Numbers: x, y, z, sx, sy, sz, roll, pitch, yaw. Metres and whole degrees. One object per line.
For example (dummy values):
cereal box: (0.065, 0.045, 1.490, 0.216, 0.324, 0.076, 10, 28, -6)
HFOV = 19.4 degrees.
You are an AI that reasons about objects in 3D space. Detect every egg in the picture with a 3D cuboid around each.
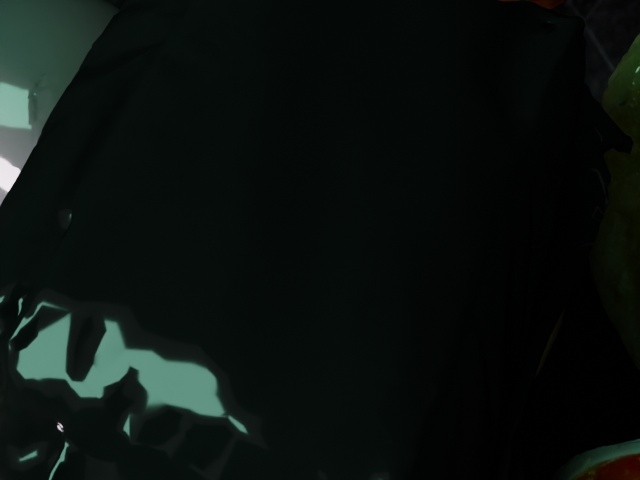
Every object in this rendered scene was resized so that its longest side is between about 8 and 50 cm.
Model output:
egg: (-0.171, -0.087, 1.164, 0.198, 0.146, 0.146, 46, 116, 47)

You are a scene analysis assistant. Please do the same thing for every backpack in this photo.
backpack: (-0.015, 0.101, 0.820, 0.445, 0.255, 0.363, 103, -172, -51)

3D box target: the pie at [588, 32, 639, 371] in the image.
pie: (0.231, -0.022, 0.798, 0.277, 0.079, 0.277, -12, 74, 50)

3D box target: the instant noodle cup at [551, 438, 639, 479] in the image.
instant noodle cup: (0.185, 0.183, 0.690, 0.264, 0.264, 0.200, -19, 63, 43)

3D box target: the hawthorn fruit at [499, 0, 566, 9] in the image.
hawthorn fruit: (0.045, -0.239, 0.897, 0.242, 0.242, 0.271, 9, 94, 46)

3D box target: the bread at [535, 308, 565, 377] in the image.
bread: (0.096, 0.026, 0.944, 0.062, 0.043, 0.109, -30, 62, 42)
